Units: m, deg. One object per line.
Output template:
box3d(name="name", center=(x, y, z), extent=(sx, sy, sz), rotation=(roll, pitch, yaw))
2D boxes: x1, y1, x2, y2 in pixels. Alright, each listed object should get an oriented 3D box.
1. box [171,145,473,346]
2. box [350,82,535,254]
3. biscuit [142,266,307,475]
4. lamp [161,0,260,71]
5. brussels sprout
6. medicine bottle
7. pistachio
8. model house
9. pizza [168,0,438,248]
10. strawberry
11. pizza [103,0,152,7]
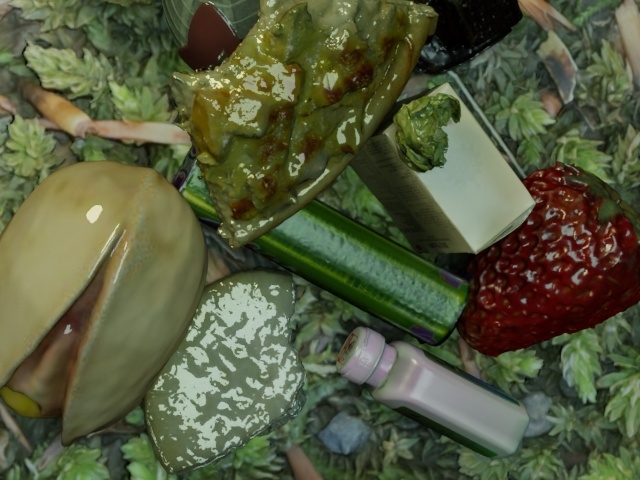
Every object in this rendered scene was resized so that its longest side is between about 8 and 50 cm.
box3d(name="box", center=(0.000, 0.000, 1.516), extent=(0.346, 0.134, 0.097), rotation=(29, 87, -11))
box3d(name="box", center=(0.124, -0.073, 1.503), extent=(0.095, 0.212, 0.168), rotation=(-37, 98, -10))
box3d(name="biscuit", center=(-0.100, 0.152, 1.543), extent=(0.188, 0.040, 0.265), rotation=(27, 85, -10))
box3d(name="lamp", center=(-0.062, -0.281, 1.444), extent=(0.233, 0.233, 0.265), rotation=(33, 97, -11))
box3d(name="brussels sprout", center=(0.105, -0.108, 1.365), extent=(0.085, 0.058, 0.085), rotation=(-5, 97, -45))
box3d(name="medicine bottle", center=(0.125, 0.173, 1.555), extent=(0.219, 0.115, 0.078), rotation=(28, 86, -11))
box3d(name="pistachio", center=(-0.241, 0.058, 1.413), extent=(0.230, 0.230, 0.308), rotation=(28, 99, -12))
box3d(name="model house", center=(0.146, -0.253, 1.540), extent=(0.165, 0.152, 0.106), rotation=(-34, 92, -12))
box3d(name="pizza", center=(-0.024, -0.143, 1.349), extent=(0.323, 0.089, 0.223), rotation=(-49, 131, 2))
box3d(name="strawberry", center=(0.256, 0.034, 1.563), extent=(0.205, 0.205, 0.244), rotation=(43, 106, -10))
box3d(name="pizza", center=(-0.255, -0.338, 1.488), extent=(0.204, 0.080, 0.188), rotation=(8, 66, -3))
